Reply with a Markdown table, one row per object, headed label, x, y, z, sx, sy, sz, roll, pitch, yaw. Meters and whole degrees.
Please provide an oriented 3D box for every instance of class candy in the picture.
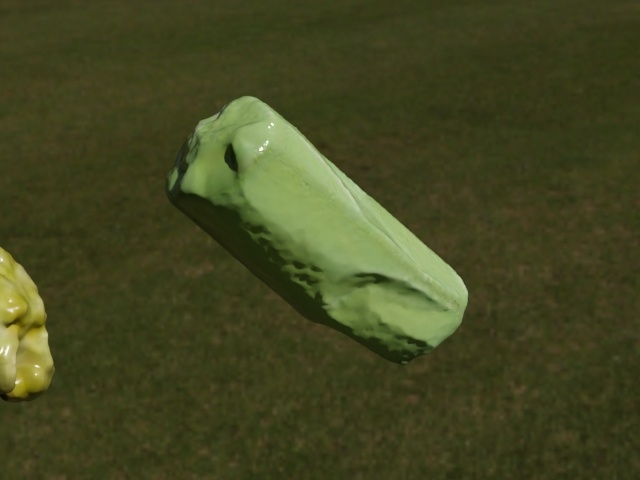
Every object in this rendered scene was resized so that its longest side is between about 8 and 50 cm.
| label | x | y | z | sx | sy | sz | roll | pitch | yaw |
| --- | --- | --- | --- | --- | --- | --- | --- | --- | --- |
| candy | 0.000 | 0.000 | 1.200 | 0.343 | 0.142 | 0.132 | 39 | -5 | -33 |

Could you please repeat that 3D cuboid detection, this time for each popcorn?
| label | x | y | z | sx | sy | sz | roll | pitch | yaw |
| --- | --- | --- | --- | --- | --- | --- | --- | --- | --- |
| popcorn | -0.108 | 0.025 | 0.313 | 0.068 | 0.083 | 0.059 | -22 | 66 | -25 |
